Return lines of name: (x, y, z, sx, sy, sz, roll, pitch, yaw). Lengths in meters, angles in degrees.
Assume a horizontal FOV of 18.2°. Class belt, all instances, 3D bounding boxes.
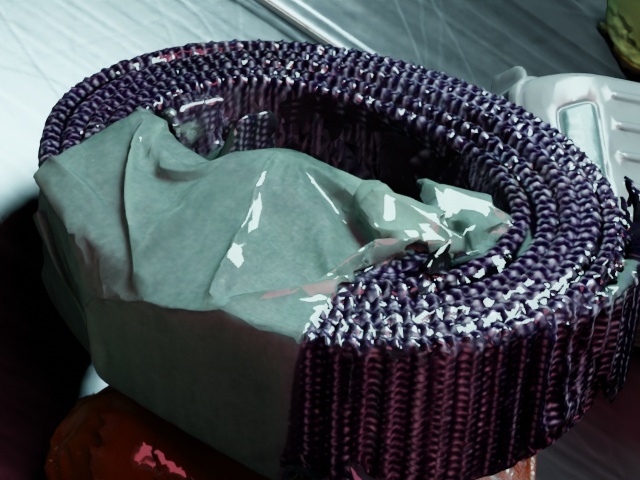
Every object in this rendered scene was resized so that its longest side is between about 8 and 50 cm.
belt: (0.000, 0.000, 1.016, 0.324, 0.122, 0.260, 26, 41, 29)

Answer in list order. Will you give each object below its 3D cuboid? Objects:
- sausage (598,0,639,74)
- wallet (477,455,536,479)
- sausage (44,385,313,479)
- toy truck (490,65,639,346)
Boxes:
sausage: (0.318, -0.174, 1.427, 0.264, 0.083, 0.083, -15, 73, -37)
wallet: (0.038, 0.118, 1.132, 0.196, 0.020, 0.103, 22, 56, -20)
sausage: (0.004, 0.187, 1.027, 0.330, 0.102, 0.102, 37, 51, -10)
toy truck: (0.239, -0.009, 1.228, 0.367, 0.175, 0.146, 6, 64, -28)
